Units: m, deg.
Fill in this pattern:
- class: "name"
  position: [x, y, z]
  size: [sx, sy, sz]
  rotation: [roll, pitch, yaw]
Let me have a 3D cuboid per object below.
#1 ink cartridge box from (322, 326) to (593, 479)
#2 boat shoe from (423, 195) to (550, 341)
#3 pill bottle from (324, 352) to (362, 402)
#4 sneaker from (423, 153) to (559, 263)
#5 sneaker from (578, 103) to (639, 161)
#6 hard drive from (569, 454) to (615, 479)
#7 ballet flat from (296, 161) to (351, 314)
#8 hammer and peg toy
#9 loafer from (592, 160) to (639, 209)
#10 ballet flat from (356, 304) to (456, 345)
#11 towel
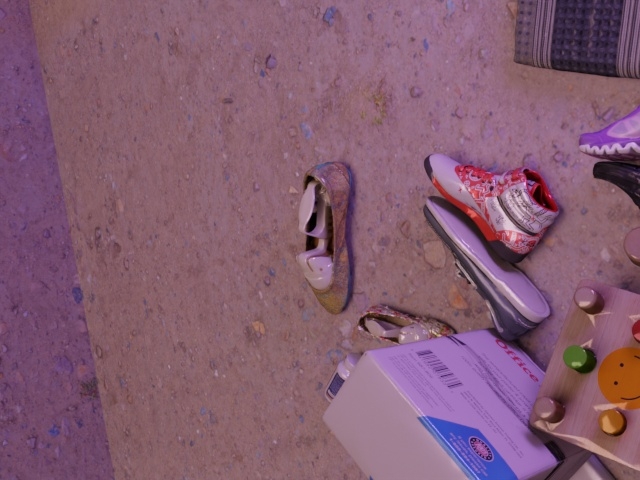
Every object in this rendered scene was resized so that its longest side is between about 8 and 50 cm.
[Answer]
- class: "ink cartridge box"
  position: [0.246, 0.312, 1.426]
  size: [0.285, 0.395, 0.166]
  rotation: [48, 121, 30]
- class: "boat shoe"
  position: [0.286, 0.050, 1.601]
  size: [0.319, 0.116, 0.099]
  rotation: [51, 126, 22]
- class: "pill bottle"
  position: [0.060, 0.310, 1.920]
  size: [0.067, 0.067, 0.120]
  rotation: [47, 128, 31]
- class: "sneaker"
  position: [0.315, -0.101, 1.563]
  size: [0.270, 0.090, 0.145]
  rotation: [52, 129, 23]
- class: "sneaker"
  position: [0.517, -0.185, 1.338]
  size: [0.236, 0.095, 0.104]
  rotation: [-8, 84, 42]
- class: "hard drive"
  position: [0.425, 0.443, 1.571]
  size: [0.307, 0.040, 0.203]
  rotation: [51, 130, 28]
- class: "ballet flat"
  position: [0.000, 0.000, 1.897]
  size: [0.123, 0.123, 0.348]
  rotation: [15, 108, 45]
- class: "hammer and peg toy"
  position: [0.496, 0.161, 1.298]
  size: [0.266, 0.127, 0.361]
  rotation: [20, 85, 35]
- class: "loafer"
  position: [0.527, -0.068, 1.349]
  size: [0.223, 0.076, 0.078]
  rotation: [27, 108, 37]
- class: "ballet flat"
  position: [0.169, 0.193, 1.777]
  size: [0.241, 0.077, 0.091]
  rotation: [10, 103, 45]
- class: "towel"
  position: [0.462, -0.433, 1.388]
  size: [0.312, 0.056, 0.324]
  rotation: [20, 113, 46]
